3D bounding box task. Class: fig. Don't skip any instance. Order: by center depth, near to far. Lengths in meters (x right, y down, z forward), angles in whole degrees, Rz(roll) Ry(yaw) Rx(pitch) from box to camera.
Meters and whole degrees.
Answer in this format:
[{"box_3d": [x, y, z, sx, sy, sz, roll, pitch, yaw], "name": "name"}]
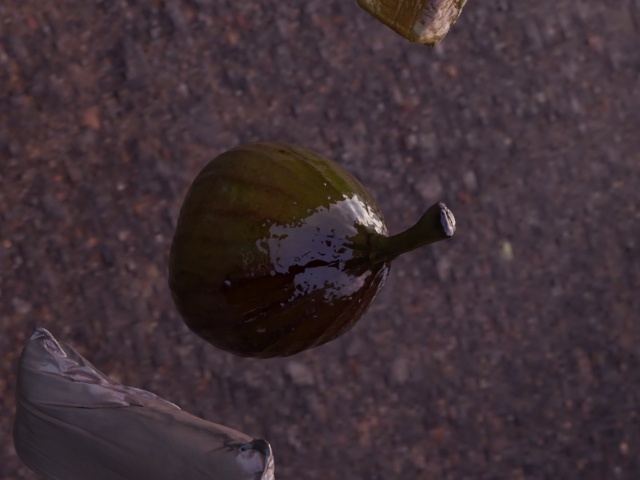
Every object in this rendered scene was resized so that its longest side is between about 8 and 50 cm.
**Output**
[{"box_3d": [0.000, 0.000, 1.480, 0.217, 0.321, 0.217, 5, 81, -35], "name": "fig"}]

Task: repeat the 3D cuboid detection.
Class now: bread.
[{"box_3d": [0.076, -0.199, 1.088, 0.074, 0.132, 0.053, 34, 25, 22], "name": "bread"}]

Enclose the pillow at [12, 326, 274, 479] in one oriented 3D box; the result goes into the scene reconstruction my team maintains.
[{"box_3d": [-0.147, 0.172, 1.292, 0.067, 0.270, 0.173, -43, 146, -38], "name": "pillow"}]
